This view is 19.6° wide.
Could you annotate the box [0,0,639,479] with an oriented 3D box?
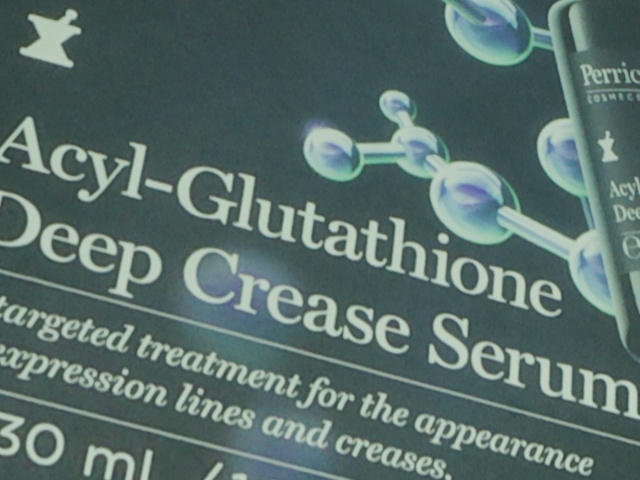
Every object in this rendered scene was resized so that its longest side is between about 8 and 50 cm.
[{"bbox_3d":[0.000,0.000,0.679,0.293,0.212,0.395,15,53,-12],"label":"box"}]
